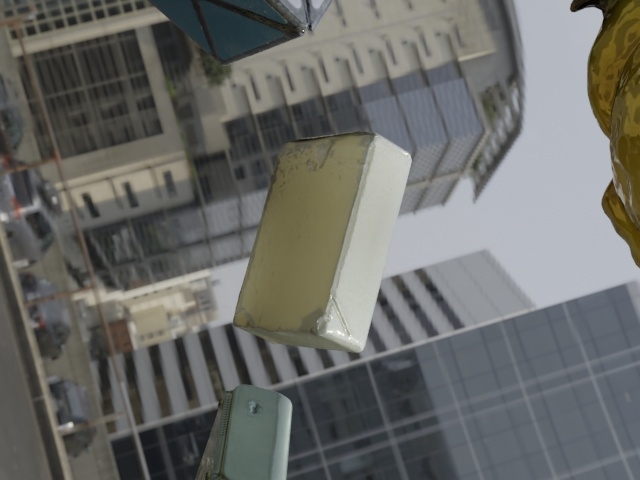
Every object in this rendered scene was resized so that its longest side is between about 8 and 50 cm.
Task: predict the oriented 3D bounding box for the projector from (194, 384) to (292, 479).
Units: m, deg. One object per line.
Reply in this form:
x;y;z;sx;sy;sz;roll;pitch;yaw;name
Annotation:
-0.124;0.354;1.329;0.198;0.108;0.250;-87;-163;-58;projector

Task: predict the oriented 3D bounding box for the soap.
0.000;0.000;0.849;0.121;0.064;0.183;0;-110;47;soap

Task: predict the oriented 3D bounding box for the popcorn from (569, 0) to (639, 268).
0.297;-0.102;0.640;0.297;0.281;0.316;-61;167;23;popcorn

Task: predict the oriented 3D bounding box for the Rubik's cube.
-0.101;-0.411;1.264;0.260;0.255;0.259;37;-17;-23;Rubik's cube
